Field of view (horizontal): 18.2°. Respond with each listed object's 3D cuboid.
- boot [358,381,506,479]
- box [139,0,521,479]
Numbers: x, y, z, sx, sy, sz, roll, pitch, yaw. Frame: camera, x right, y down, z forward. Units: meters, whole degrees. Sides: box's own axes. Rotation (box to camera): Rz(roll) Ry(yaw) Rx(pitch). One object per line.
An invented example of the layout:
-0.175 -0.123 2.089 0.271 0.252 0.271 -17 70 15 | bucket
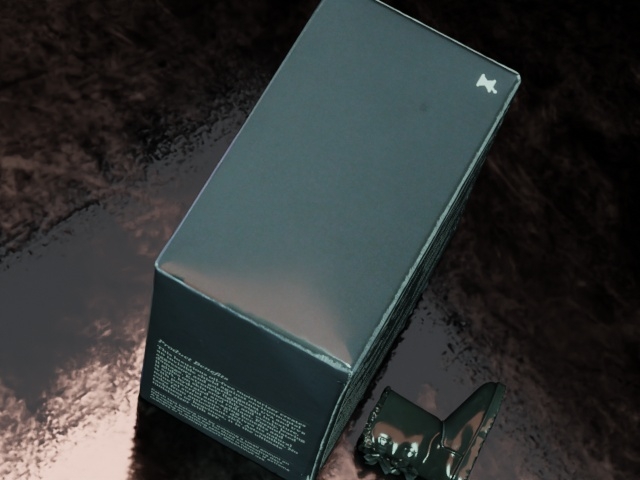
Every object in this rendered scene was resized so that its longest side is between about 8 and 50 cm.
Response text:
0.095 0.156 1.716 0.099 0.045 0.121 25 66 7 | boot
0.000 0.000 1.631 0.182 0.294 0.296 29 65 5 | box
